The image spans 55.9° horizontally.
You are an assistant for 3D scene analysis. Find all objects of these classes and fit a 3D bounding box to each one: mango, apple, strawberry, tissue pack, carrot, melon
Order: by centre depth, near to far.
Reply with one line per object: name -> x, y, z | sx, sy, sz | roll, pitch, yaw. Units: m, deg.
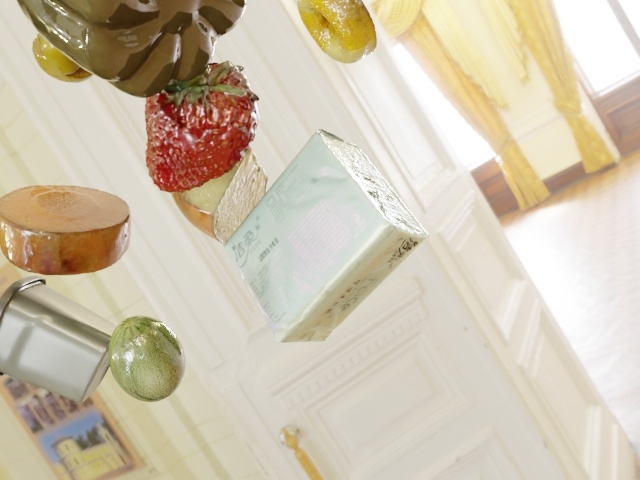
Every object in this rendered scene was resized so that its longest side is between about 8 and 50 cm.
melon -> -0.330, 0.232, 1.161 | 0.139, 0.192, 0.139 | -10, 30, 6
carrot -> -0.539, -0.037, 1.293 | 0.307, 0.259, 0.100 | -61, -8, -67
strawberry -> -0.262, -0.249, 1.295 | 0.261, 0.261, 0.257 | -34, -29, -32
tissue pack -> 0.000, 0.000, 1.450 | 0.205, 0.331, 0.405 | 7, -48, -50
apple -> -0.264, -0.153, 1.590 | 0.252, 0.313, 0.309 | -20, -15, -6
mango -> -0.756, -0.548, 1.783 | 0.167, 0.129, 0.262 | 13, -5, -3

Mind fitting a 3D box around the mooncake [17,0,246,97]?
mooncake -> -0.277, -0.418, 0.969 | 0.378, 0.201, 0.378 | -41, -20, -19

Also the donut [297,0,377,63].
donut -> 0.026, -0.428, 1.171 | 0.075, 0.190, 0.174 | -40, 29, -15

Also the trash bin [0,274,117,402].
trash bin -> -0.611, 0.235, 1.398 | 0.219, 0.250, 0.220 | -63, 5, 3
